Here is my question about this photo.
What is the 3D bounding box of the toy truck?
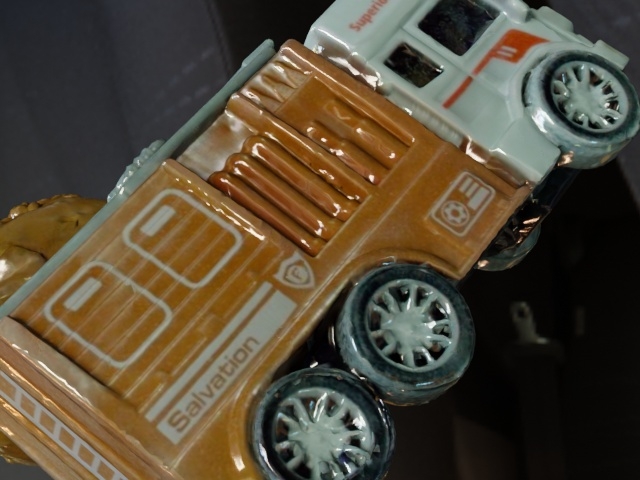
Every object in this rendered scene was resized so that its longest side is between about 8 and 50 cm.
[{"bbox_3d":[0.000,0.000,0.542,0.162,0.305,0.136,38,150,5],"label":"toy truck"}]

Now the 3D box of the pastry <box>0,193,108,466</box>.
[{"bbox_3d":[-0.171,0.080,1.036,0.311,0.162,0.255,15,115,-27],"label":"pastry"}]
